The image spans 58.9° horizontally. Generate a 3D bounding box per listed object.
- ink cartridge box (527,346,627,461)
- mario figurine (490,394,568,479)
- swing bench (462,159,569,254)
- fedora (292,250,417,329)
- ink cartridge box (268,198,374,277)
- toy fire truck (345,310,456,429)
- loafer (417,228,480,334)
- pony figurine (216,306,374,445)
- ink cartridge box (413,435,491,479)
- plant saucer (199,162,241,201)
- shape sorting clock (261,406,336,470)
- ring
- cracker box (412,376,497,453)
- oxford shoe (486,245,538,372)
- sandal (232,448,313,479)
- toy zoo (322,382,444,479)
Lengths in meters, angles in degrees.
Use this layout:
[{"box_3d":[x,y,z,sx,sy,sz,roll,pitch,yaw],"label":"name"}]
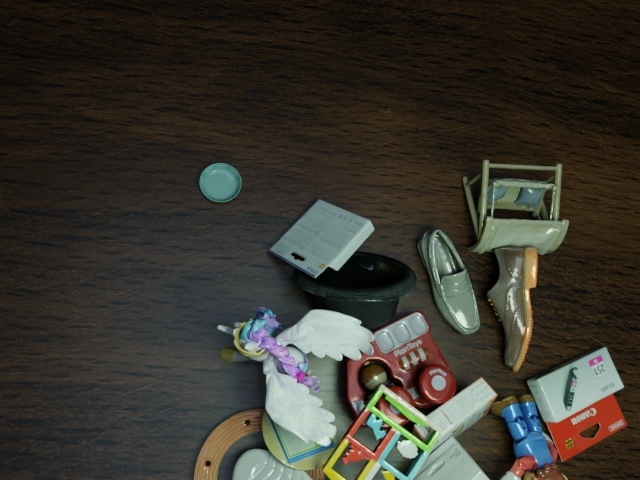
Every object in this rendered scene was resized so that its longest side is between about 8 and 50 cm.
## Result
[{"box_3d":[0.754,0.465,1.621,0.275,0.060,0.239,-17,78,-22],"label":"ink cartridge box"},{"box_3d":[0.551,0.594,1.526,0.198,0.170,0.320,-14,59,2],"label":"mario figurine"},{"box_3d":[0.581,-0.091,1.697,0.253,0.165,0.254,1,76,-10],"label":"swing bench"},{"box_3d":[0.091,0.146,1.535,0.334,0.334,0.152,-5,111,-11],"label":"fedora"},{"box_3d":[0.000,0.000,1.569,0.224,0.045,0.223,-45,43,-17],"label":"ink cartridge box"},{"box_3d":[0.198,0.354,1.525,0.302,0.169,0.254,-23,72,-14],"label":"toy fire truck"},{"box_3d":[0.376,0.119,1.636,0.112,0.111,0.319,-23,81,-14],"label":"loafer"},{"box_3d":[-0.089,0.293,1.384,0.351,0.363,0.303,25,73,-3],"label":"pony figurine"},{"box_3d":[0.363,0.658,1.422,0.171,0.168,0.232,-41,106,-4],"label":"ink cartridge box"},{"box_3d":[-0.290,-0.165,1.643,0.119,0.021,0.119,2,75,-9],"label":"plant saucer"},{"box_3d":[-0.055,0.492,1.465,0.206,0.040,0.206,17,45,-18],"label":"shape sorting clock"},{"box_3d":[-0.157,0.609,1.468,0.337,0.032,0.336,2,77,-9],"label":"ring"},{"box_3d":[0.354,0.479,1.515,0.232,0.155,0.067,-30,58,-14],"label":"cracker box"},{"box_3d":[0.548,0.195,1.648,0.133,0.130,0.363,5,86,15],"label":"oxford shoe"},{"box_3d":[-0.041,0.675,1.397,0.416,0.102,0.169,29,62,14],"label":"sandal"},{"box_3d":[0.139,0.522,1.367,0.192,0.030,0.293,37,81,1],"label":"toy zoo"}]
